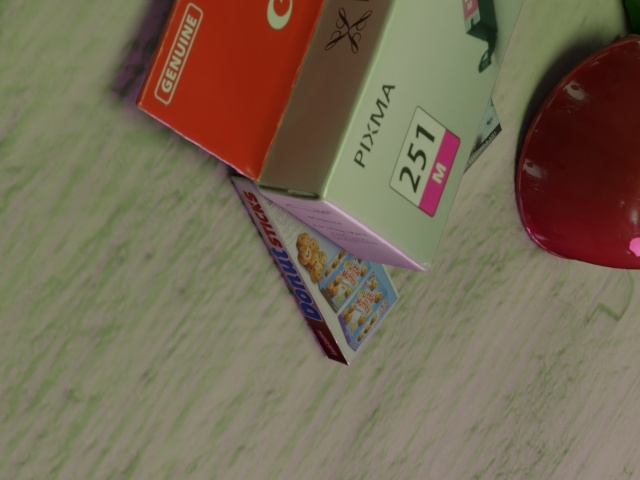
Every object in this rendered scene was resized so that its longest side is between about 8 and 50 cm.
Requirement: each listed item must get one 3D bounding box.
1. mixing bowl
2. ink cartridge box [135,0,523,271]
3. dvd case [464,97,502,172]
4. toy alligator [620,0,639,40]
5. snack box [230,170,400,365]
[{"bbox_3d":[0.243,-0.048,1.376,0.181,0.098,0.181,-16,122,-27],"label":"mixing bowl"},{"bbox_3d":[0.028,-0.150,1.127,0.239,0.060,0.275,33,73,-51],"label":"ink cartridge box"},{"bbox_3d":[0.080,-0.092,1.269,0.087,0.013,0.119,-48,137,-27],"label":"dvd case"},{"bbox_3d":[0.257,-0.157,1.424,0.056,0.051,0.189,-44,134,-31],"label":"toy alligator"},{"bbox_3d":[0.000,0.000,1.202,0.064,0.022,0.178,-52,138,-25],"label":"snack box"}]
